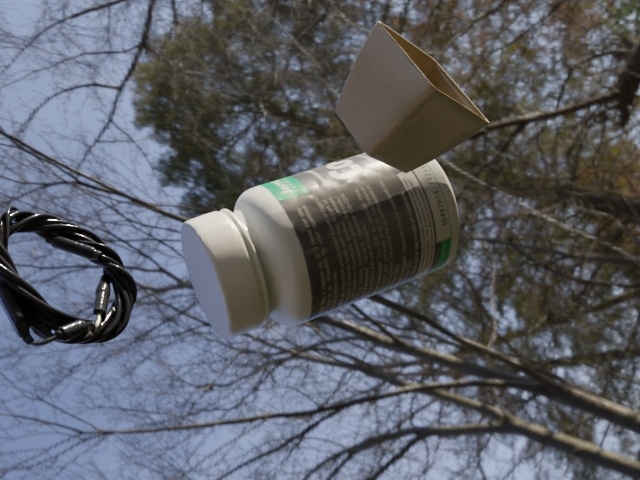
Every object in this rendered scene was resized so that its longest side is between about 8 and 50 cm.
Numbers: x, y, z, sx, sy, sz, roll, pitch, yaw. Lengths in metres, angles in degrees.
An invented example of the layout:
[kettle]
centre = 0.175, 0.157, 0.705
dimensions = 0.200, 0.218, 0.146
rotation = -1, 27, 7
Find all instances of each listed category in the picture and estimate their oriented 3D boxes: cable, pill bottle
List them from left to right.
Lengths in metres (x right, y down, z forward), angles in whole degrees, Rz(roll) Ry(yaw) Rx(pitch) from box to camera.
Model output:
[cable]
centre = -0.281, 0.029, 0.830
dimensions = 0.150, 0.184, 0.047
rotation = -14, -30, -46
[pill bottle]
centre = 0.000, 0.000, 1.106
dimensions = 0.361, 0.204, 0.204
rotation = -20, -61, -22

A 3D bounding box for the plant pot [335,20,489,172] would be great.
[plant pot]
centre = 0.081, -0.132, 0.768
dimensions = 0.096, 0.109, 0.109
rotation = -46, -36, 22
